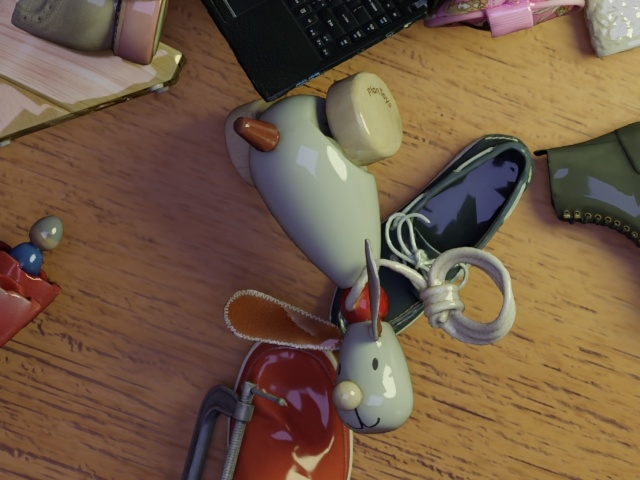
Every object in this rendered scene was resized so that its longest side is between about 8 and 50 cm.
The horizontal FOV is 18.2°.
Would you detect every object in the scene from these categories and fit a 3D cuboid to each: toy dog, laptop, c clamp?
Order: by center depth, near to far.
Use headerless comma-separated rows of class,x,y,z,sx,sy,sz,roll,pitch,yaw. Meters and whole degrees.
laptop,0.002,-0.296,1.773,0.264,0.136,0.234,-29,56,-3
toy dog,0.000,0.000,1.775,0.220,0.161,0.334,-41,69,28
c clamp,-0.093,0.200,1.846,0.022,0.137,0.161,13,98,-31

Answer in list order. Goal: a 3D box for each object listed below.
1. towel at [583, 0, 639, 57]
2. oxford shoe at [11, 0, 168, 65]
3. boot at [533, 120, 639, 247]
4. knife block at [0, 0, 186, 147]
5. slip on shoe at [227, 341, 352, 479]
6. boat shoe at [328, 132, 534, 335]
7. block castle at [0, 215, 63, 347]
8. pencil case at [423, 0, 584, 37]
towel,0.365,-0.300,1.875,0.282,0.049,0.187,-18,91,1
oxford shoe,-0.186,-0.358,1.784,0.146,0.140,0.397,9,72,-4
boot,0.286,-0.009,1.876,0.137,0.077,0.198,-12,79,4
knife block,-0.287,-0.219,1.846,0.275,0.088,0.242,-18,92,0
slip on shoe,-0.037,0.246,1.859,0.123,0.101,0.331,7,90,1
boat shoe,0.105,0.004,1.863,0.254,0.079,0.095,-43,93,1
block castle,-0.443,-0.047,1.744,0.453,0.303,0.213,37,90,-3
pencil case,0.152,-0.376,1.802,0.160,0.167,0.386,-2,95,37
